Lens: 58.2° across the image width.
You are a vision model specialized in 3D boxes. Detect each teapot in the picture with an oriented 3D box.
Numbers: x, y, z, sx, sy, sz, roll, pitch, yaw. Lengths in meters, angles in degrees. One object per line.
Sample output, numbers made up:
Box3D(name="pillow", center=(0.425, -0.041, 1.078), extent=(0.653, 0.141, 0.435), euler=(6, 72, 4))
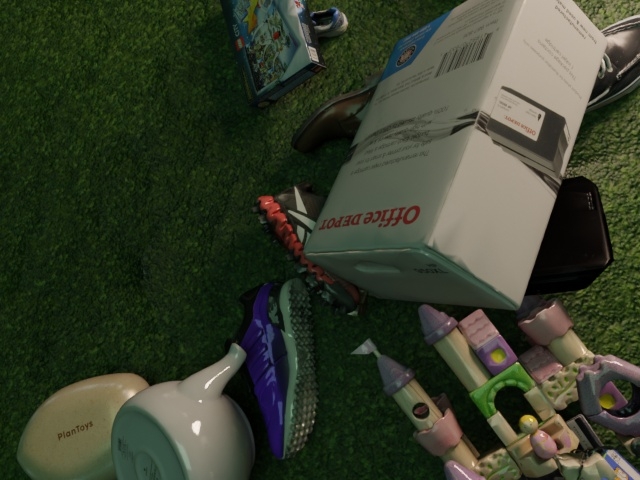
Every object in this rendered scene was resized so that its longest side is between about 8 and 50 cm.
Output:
Box3D(name="teapot", center=(-0.192, 0.332, 0.908), extent=(0.256, 0.187, 0.252), euler=(-35, 76, 39))

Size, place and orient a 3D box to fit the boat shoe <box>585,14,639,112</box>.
Box3D(name="boat shoe", center=(0.403, -0.257, 0.891), extent=(0.301, 0.102, 0.108), euler=(-30, 77, 10))

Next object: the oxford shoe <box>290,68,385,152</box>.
Box3D(name="oxford shoe", center=(0.055, -0.204, 0.991), extent=(0.227, 0.083, 0.096), euler=(-28, 81, 11))

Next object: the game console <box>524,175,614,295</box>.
Box3D(name="game console", center=(0.238, 0.006, 0.878), extent=(0.362, 0.044, 0.213), euler=(-11, 36, 25))

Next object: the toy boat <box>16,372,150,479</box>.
Box3D(name="toy boat", center=(-0.391, 0.406, 1.017), extent=(0.268, 0.148, 0.318), euler=(-18, 72, 7))

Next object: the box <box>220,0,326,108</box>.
Box3D(name="box", center=(-0.091, -0.380, 1.040), extent=(0.159, 0.044, 0.233), euler=(-23, 77, 36))

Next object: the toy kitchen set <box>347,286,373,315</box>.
Box3D(name="toy kitchen set", center=(0.075, 0.082, 0.951), extent=(0.068, 0.075, 0.083), euler=(9, 90, 15))

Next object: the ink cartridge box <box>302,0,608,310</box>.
Box3D(name="ink cartridge box", center=(0.173, -0.118, 0.786), extent=(0.166, 0.285, 0.394), euler=(31, 73, -24))

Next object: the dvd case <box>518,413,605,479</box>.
Box3D(name="dvd case", center=(0.333, 0.378, 0.834), extent=(0.221, 0.018, 0.164), euler=(-41, 65, 25))

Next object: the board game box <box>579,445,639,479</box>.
Box3D(name="board game box", center=(0.255, 0.431, 0.724), extent=(0.078, 0.233, 0.347), euler=(46, 115, 25))

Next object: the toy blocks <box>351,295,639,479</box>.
Box3D(name="toy blocks", center=(0.228, 0.180, 0.777), extent=(0.289, 0.309, 0.260), euler=(-37, 82, 8))

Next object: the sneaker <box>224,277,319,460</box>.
Box3D(name="sneaker", center=(-0.090, 0.215, 0.976), extent=(0.146, 0.102, 0.293), euler=(-6, 78, 21))

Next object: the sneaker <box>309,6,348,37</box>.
Box3D(name="sneaker", center=(-0.021, -0.389, 1.044), extent=(0.135, 0.058, 0.052), euler=(-20, 79, 13))

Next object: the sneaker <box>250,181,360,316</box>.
Box3D(name="sneaker", center=(0.000, 0.000, 0.946), extent=(0.135, 0.097, 0.276), euler=(-32, 54, -8))
